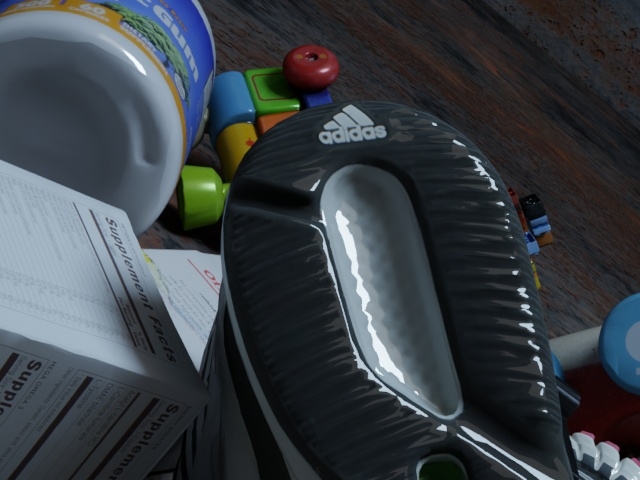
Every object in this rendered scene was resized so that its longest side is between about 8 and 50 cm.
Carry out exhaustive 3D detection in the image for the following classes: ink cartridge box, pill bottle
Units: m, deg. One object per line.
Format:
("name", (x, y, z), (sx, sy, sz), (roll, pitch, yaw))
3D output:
("ink cartridge box", (-0.087, 0.065, 0.920), (0.115, 0.067, 0.198), (49, 22, 22))
("pill bottle", (-0.147, -0.103, 1.047), (0.152, 0.152, 0.272), (37, 19, -12))

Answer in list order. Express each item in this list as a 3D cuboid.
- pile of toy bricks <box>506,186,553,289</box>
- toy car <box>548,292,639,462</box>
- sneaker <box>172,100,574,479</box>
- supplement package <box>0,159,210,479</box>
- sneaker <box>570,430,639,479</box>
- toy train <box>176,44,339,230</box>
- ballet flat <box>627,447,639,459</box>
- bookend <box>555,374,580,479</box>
("pile of toy bricks", (0.158, 0.035, 1.441), (0.212, 0.118, 0.105), (-103, 173, -74))
("toy car", (0.236, 0.178, 1.193), (0.219, 0.210, 0.238), (21, 54, -63))
("sneaker", (0.036, 0.188, 0.727), (0.169, 0.257, 0.447), (-5, 70, -12))
("supplement package", (-0.192, 0.036, 0.674), (0.244, 0.134, 0.139), (25, 24, -39))
("sneaker", (0.189, 0.232, 1.022), (0.112, 0.121, 0.299), (-18, 47, -33))
("toy train", (-0.038, -0.032, 1.164), (0.143, 0.105, 0.248), (-6, 44, -13))
("ballet flat", (0.356, 0.212, 1.398), (0.348, 0.123, 0.123), (45, 19, 12))
("bookend", (0.072, 0.154, 0.891), (0.072, 0.156, 0.157), (37, 20, -13))
